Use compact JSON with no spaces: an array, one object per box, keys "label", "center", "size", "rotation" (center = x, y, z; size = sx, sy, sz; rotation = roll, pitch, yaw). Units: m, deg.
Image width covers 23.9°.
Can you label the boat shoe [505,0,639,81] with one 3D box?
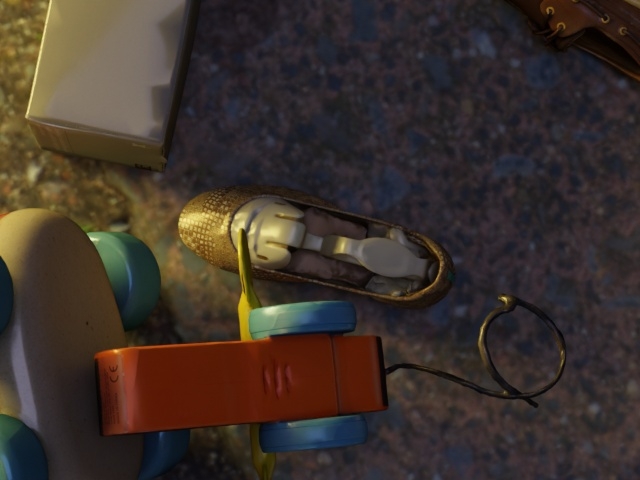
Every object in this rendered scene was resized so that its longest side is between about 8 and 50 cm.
[{"label":"boat shoe","center":[0.185,-0.172,1.125],"size":[0.178,0.064,0.060],"rotation":[23,80,-5]}]

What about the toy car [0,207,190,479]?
[{"label":"toy car","center":[-0.249,0.101,1.015],"size":[0.238,0.219,0.210],"rotation":[-13,87,24]}]

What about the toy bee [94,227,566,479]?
[{"label":"toy bee","center":[-0.014,0.106,1.017],"size":[0.298,0.162,0.195],"rotation":[19,75,-17]}]

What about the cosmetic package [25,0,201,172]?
[{"label":"cosmetic package","center":[-0.134,-0.176,1.067],"size":[0.107,0.127,0.238],"rotation":[13,80,-4]}]

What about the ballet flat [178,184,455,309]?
[{"label":"ballet flat","center":[0.000,0.000,1.086],"size":[0.206,0.067,0.073],"rotation":[10,83,-4]}]
